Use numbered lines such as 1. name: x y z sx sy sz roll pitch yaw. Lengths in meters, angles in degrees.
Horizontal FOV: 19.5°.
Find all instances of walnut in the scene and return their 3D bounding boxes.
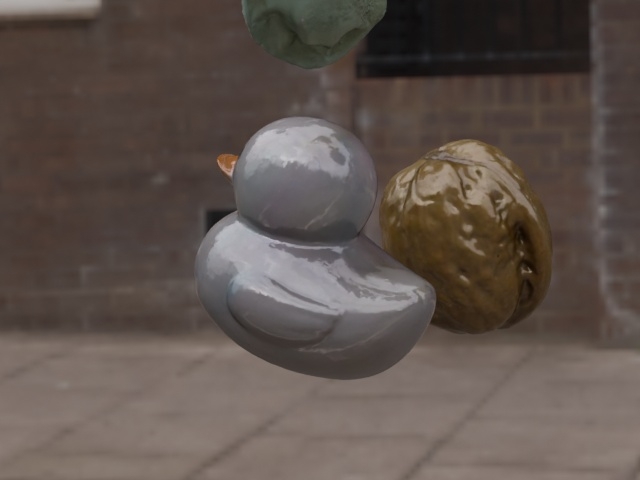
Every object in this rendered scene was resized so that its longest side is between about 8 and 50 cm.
1. walnut: 0.189 0.003 2.414 0.257 0.257 0.224 3 26 38

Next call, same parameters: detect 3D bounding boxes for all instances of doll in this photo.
1. doll: 0.000 0.000 1.714 0.251 0.221 0.221 34 19 20

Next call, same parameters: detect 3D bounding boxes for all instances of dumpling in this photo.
1. dumpling: -0.004 -0.302 2.412 0.219 0.153 0.108 4 0 -28
